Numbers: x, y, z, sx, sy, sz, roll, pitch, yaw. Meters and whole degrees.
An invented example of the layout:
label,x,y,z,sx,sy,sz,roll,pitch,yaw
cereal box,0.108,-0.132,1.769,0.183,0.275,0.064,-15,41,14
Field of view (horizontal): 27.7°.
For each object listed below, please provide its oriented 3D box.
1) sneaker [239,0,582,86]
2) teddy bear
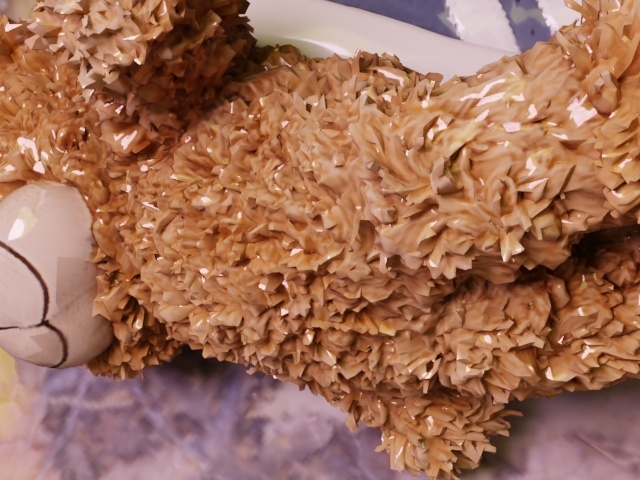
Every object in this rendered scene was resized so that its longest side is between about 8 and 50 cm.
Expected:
label,x,y,z,sx,sy,sz,roll,pitch,yaw
sneaker,0.095,-0.080,0.510,0.350,0.131,0.148,13,64,14
teddy bear,0.000,0.000,0.430,0.338,0.245,0.113,12,64,14
